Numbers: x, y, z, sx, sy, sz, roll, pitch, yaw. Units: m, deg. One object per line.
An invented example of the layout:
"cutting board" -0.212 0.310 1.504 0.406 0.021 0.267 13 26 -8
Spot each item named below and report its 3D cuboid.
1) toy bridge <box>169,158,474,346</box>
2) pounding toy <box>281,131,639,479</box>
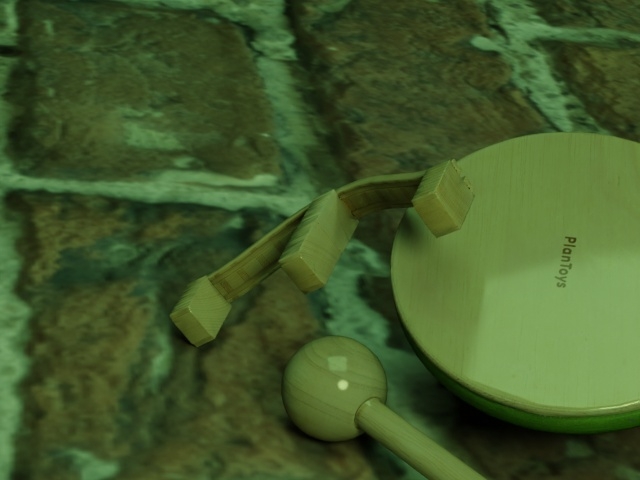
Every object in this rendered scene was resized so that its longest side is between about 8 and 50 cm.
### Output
"toy bridge" 0.000 0.000 0.960 0.188 0.026 0.063 -25 24 35
"pounding toy" 0.112 0.062 0.955 0.183 0.110 0.237 32 60 28
